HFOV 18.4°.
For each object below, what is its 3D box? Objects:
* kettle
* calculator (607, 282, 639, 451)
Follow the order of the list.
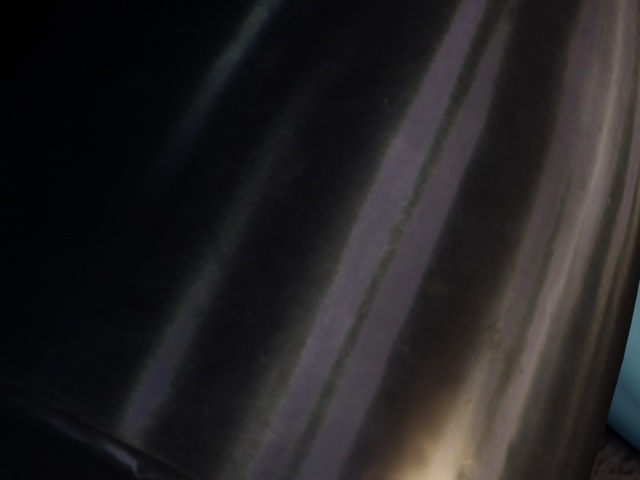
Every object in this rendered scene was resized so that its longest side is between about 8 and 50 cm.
[{"bbox_3d":[0.005,-0.003,0.505,0.251,0.207,0.271,39,69,-36],"label":"kettle"},{"bbox_3d":[0.205,-0.018,0.780,0.386,0.054,0.256,31,83,-43],"label":"calculator"}]
